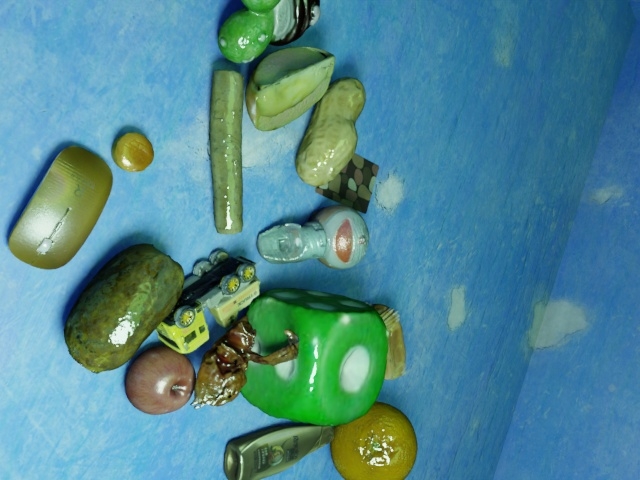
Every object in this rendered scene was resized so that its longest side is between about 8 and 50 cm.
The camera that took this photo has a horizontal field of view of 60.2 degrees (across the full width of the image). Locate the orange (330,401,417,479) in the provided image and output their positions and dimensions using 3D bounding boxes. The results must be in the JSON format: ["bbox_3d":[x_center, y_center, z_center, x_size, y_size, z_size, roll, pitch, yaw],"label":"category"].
[{"bbox_3d":[0.161,0.622,1.677,0.274,0.274,0.274,-11,106,-42],"label":"orange"}]

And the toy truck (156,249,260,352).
[{"bbox_3d":[-0.259,0.147,1.282,0.272,0.124,0.157,-37,133,-36],"label":"toy truck"}]

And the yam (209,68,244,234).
[{"bbox_3d":[-0.217,-0.200,1.277,0.083,0.083,0.371,-8,106,-43],"label":"yam"}]

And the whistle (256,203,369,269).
[{"bbox_3d":[0.000,0.000,1.477,0.348,0.189,0.189,-8,104,-32],"label":"whistle"}]

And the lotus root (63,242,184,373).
[{"bbox_3d":[-0.399,0.132,1.116,0.274,0.160,0.152,-60,142,-17],"label":"lotus root"}]

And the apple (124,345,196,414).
[{"bbox_3d":[-0.349,0.312,1.225,0.154,0.120,0.153,-11,106,-45],"label":"apple"}]

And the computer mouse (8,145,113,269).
[{"bbox_3d":[-0.492,-0.061,1.057,0.126,0.056,0.245,37,74,-41],"label":"computer mouse"}]

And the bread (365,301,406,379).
[{"bbox_3d":[0.192,0.316,1.739,0.107,0.136,0.241,-33,121,-38],"label":"bread"}]

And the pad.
[{"bbox_3d":[0.083,-0.182,1.622,0.235,0.003,0.158,19,85,-44],"label":"pad"}]

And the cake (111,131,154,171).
[{"bbox_3d":[-0.388,-0.181,1.140,0.084,0.044,0.083,-8,102,-43],"label":"cake"}]

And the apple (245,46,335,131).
[{"bbox_3d":[-0.092,-0.364,1.334,0.265,0.120,0.193,-35,163,-32],"label":"apple"}]

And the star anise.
[{"bbox_3d":[-0.176,0.268,1.237,0.148,0.346,0.237,48,32,-14],"label":"star anise"}]

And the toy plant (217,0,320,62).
[{"bbox_3d":[-0.120,-0.514,1.238,0.235,0.175,0.218,-32,159,-37],"label":"toy plant"}]

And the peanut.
[{"bbox_3d":[0.037,-0.287,1.455,0.148,0.148,0.318,33,75,-43],"label":"peanut"}]

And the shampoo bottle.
[{"bbox_3d":[-0.105,0.580,1.544,0.350,0.084,0.125,3,95,-45],"label":"shampoo bottle"}]

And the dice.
[{"bbox_3d":[-0.023,0.286,1.403,0.297,0.300,0.286,3,96,-46],"label":"dice"}]
